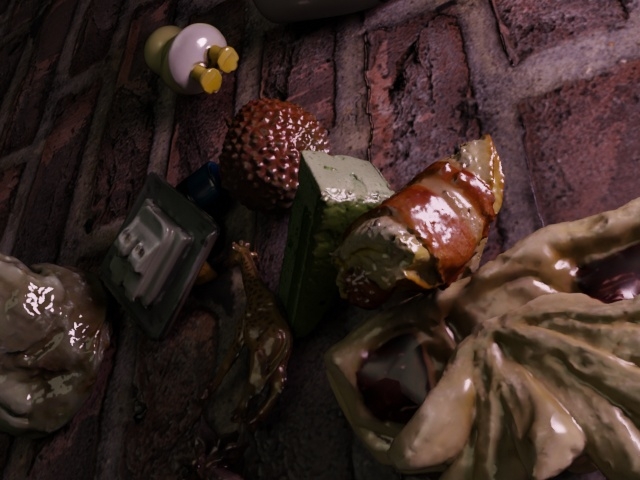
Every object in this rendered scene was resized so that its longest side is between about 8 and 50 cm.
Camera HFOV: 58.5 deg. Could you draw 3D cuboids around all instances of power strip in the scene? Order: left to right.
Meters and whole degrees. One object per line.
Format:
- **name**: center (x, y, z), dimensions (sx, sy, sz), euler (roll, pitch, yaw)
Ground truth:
- **power strip**: center (-0.266, 0.018, 0.863), dimensions (0.198, 0.065, 0.213), euler (35, 100, 34)

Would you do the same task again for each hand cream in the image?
- **hand cream**: center (-0.263, -0.022, 0.943), dimensions (0.271, 0.061, 0.120), euler (-36, 49, 16)

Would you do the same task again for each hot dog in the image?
- **hot dog**: center (0.104, -0.010, 0.555), dimensions (0.213, 0.146, 0.103), euler (-38, 88, -18)

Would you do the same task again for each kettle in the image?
- **kettle**: center (0.029, -0.473, 0.969), dimensions (0.237, 0.161, 0.221), euler (7, 37, 34)

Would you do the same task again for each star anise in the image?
- **star anise**: center (-0.137, 0.268, 0.689), dimensions (0.124, 0.056, 0.129), euler (-35, 37, 15)

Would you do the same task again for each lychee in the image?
- **lychee**: center (-0.072, -0.120, 0.807), dimensions (0.198, 0.165, 0.165), euler (25, 78, 23)

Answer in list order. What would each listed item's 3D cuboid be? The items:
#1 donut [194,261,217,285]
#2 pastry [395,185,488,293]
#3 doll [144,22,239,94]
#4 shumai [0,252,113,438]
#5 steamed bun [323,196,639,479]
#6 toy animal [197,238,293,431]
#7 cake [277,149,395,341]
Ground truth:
- **donut**: center (-0.198, 0.029, 0.880), dimensions (0.067, 0.038, 0.083), euler (-26, 54, 21)
- **pastry**: center (0.123, -0.005, 0.671), dimensions (0.154, 0.081, 0.153), euler (-9, 68, 24)
- **doll**: center (-0.261, -0.355, 1.107), dimensions (0.141, 0.117, 0.296), euler (-56, 36, 1)
- **shumai**: center (-0.511, 0.135, 0.868), dimensions (0.309, 0.263, 0.304), euler (-38, 48, 7)
- **steamed bun**: center (0.191, 0.108, 0.501), dimensions (0.428, 0.189, 0.247), euler (-27, 60, 16)
- **toy animal**: center (-0.092, 0.110, 0.749), dimensions (0.149, 0.054, 0.275), euler (-23, 54, 39)
- **cake**: center (-0.018, 0.011, 0.685), dimensions (0.235, 0.099, 0.100), euler (-57, 38, 26)
